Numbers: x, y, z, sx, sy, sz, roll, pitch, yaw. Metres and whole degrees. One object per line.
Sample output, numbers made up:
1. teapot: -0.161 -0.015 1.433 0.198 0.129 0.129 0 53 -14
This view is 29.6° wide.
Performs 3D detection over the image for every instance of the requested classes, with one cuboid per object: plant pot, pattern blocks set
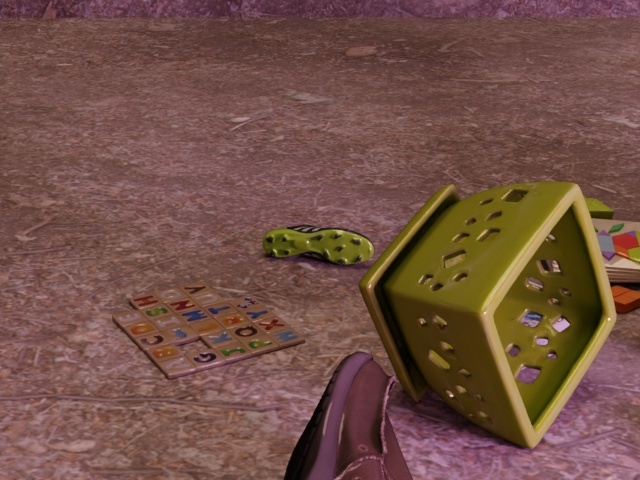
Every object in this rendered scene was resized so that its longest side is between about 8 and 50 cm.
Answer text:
1. plant pot: 0.188 0.072 1.413 0.207 0.228 0.227 10 47 40
2. pattern blocks set: 0.422 0.013 1.795 0.325 0.026 0.285 -4 33 -10

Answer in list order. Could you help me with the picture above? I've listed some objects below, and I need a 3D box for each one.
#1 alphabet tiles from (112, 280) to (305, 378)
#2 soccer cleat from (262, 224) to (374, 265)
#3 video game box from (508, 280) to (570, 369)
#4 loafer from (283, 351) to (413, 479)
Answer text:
1. alphabet tiles: -0.164 0.112 1.653 0.198 0.009 0.237 -13 26 -27
2. soccer cleat: 0.000 0.000 1.855 0.179 0.060 0.072 4 22 18
3. video game box: 0.232 0.103 1.622 0.187 0.048 0.205 -17 28 -38
4. loafer: 0.032 0.254 1.197 0.130 0.134 0.366 24 34 -2
